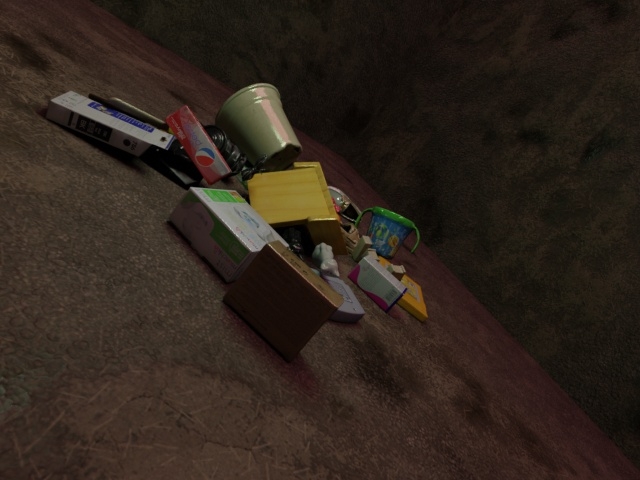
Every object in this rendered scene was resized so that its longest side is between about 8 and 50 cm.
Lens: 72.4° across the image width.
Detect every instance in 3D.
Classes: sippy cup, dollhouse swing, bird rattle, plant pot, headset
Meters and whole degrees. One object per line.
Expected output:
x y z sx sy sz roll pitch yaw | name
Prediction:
0.339 -0.029 2.274 0.240 0.224 0.305 24 0 -38 | sippy cup
-0.094 -0.105 1.761 0.315 0.305 0.346 70 3 -49 | dollhouse swing
0.040 -0.120 2.200 0.207 0.143 0.253 59 10 19 | bird rattle
-0.252 -0.466 1.959 0.305 0.334 0.334 57 22 14 | plant pot
-0.361 -0.354 1.702 0.394 0.185 0.243 47 0 35 | headset

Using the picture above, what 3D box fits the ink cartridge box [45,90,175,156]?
-0.627 -0.344 1.340 0.333 0.065 0.165 21 22 -18 | ink cartridge box

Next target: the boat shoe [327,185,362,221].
0.132 -0.209 2.537 0.302 0.113 0.103 34 13 -21 | boat shoe

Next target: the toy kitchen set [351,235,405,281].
0.264 0.100 1.994 0.166 0.122 0.207 8 42 -25 | toy kitchen set

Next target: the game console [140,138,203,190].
-0.507 -0.299 1.589 0.213 0.044 0.361 35 20 -15 | game console

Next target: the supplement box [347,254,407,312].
0.237 0.175 1.815 0.220 0.111 0.114 43 18 10 | supplement box

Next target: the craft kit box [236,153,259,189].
-0.297 -0.299 1.993 0.246 0.061 0.250 47 19 30 | craft kit box

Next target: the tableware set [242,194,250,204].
-0.244 -0.115 1.705 0.154 0.024 0.104 39 21 -6 | tableware set

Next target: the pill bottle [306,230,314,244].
0.000 0.000 1.840 0.116 0.065 0.065 46 19 17 | pill bottle

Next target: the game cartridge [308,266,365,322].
0.015 0.180 1.457 0.294 0.060 0.196 24 20 -40 | game cartridge

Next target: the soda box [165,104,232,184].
-0.415 -0.323 1.502 0.263 0.092 0.083 57 -1 -10 | soda box

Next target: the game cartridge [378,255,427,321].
0.378 0.221 2.085 0.285 0.052 0.323 37 17 -6 | game cartridge

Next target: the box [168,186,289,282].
-0.262 -0.021 1.272 0.262 0.126 0.231 45 16 14 | box

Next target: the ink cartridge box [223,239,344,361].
-0.091 0.146 1.089 0.235 0.193 0.088 42 16 6 | ink cartridge box

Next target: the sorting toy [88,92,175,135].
-0.630 -0.421 1.535 0.229 0.041 0.307 22 0 43 | sorting toy

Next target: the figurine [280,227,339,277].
-0.035 0.053 1.500 0.215 0.092 0.209 25 9 -12 | figurine

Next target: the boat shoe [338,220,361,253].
0.133 -0.021 2.080 0.341 0.110 0.121 23 24 -41 | boat shoe
